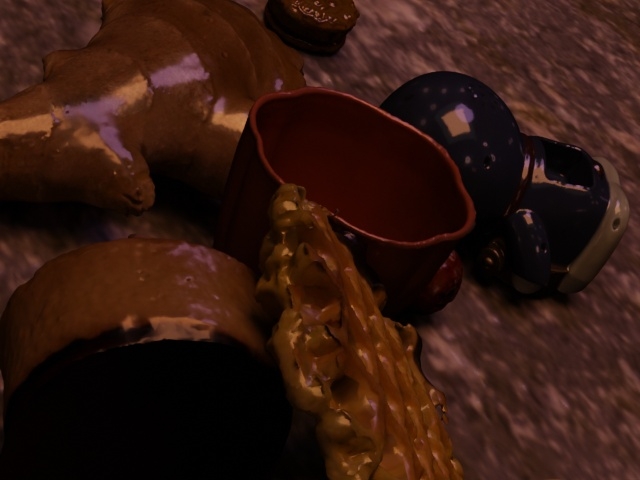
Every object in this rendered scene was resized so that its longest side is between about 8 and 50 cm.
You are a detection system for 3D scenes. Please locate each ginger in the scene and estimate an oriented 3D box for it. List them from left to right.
[{"bbox_3d":[-0.142,-0.085,1.309,0.236,0.166,0.375,47,52,-8],"label":"ginger"}]

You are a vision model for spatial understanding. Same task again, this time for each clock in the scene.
[{"bbox_3d":[0.153,-0.060,1.435,0.243,0.146,0.199,24,38,-19],"label":"clock"}]

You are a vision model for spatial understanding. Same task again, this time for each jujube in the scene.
[{"bbox_3d":[0.060,0.016,1.330,0.129,0.077,0.077,26,32,19],"label":"jujube"}]

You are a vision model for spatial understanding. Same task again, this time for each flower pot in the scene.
[{"bbox_3d":[0.000,0.000,1.214,0.191,0.173,0.190,19,36,-15],"label":"flower pot"}]

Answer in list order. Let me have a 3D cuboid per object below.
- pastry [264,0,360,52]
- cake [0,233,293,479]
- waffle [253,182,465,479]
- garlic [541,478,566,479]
[{"bbox_3d":[-0.011,-0.241,1.634,0.097,0.057,0.109,41,38,10],"label":"pastry"},{"bbox_3d":[-0.125,0.072,1.026,0.208,0.185,0.178,-9,42,-17],"label":"cake"},{"bbox_3d":[0.041,0.118,1.030,0.312,0.060,0.307,49,22,-63],"label":"waffle"},{"bbox_3d":[0.185,0.211,1.185,0.083,0.041,0.053,37,39,1],"label":"garlic"}]
